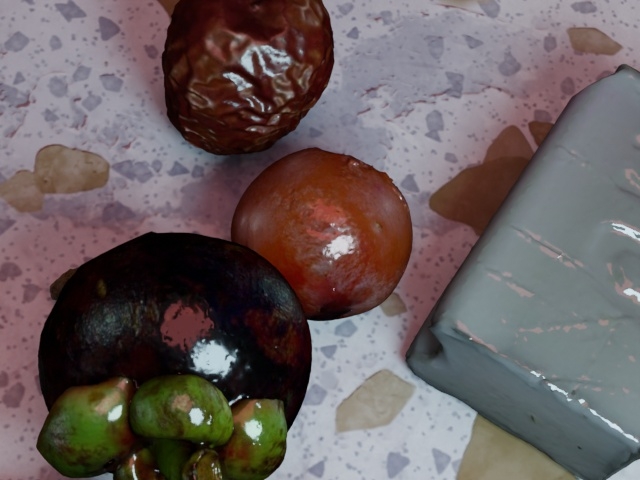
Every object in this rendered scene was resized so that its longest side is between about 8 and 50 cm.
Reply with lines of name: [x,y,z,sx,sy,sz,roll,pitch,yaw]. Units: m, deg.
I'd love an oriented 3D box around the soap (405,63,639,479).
soap: [0.355,0.049,1.556,0.350,0.213,0.435,36,68,6]

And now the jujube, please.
jujube: [-0.090,-0.210,1.580,0.213,0.232,0.213,4,65,-8]

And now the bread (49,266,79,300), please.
bread: [-0.259,0.075,1.529,0.082,0.060,0.113,-33,75,-17]

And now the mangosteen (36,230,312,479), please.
mangosteen: [-0.148,0.135,1.377,0.311,0.311,0.311,3,67,-8]

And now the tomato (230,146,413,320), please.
tomato: [0.000,0.000,1.523,0.208,0.208,0.184,26,74,2]
